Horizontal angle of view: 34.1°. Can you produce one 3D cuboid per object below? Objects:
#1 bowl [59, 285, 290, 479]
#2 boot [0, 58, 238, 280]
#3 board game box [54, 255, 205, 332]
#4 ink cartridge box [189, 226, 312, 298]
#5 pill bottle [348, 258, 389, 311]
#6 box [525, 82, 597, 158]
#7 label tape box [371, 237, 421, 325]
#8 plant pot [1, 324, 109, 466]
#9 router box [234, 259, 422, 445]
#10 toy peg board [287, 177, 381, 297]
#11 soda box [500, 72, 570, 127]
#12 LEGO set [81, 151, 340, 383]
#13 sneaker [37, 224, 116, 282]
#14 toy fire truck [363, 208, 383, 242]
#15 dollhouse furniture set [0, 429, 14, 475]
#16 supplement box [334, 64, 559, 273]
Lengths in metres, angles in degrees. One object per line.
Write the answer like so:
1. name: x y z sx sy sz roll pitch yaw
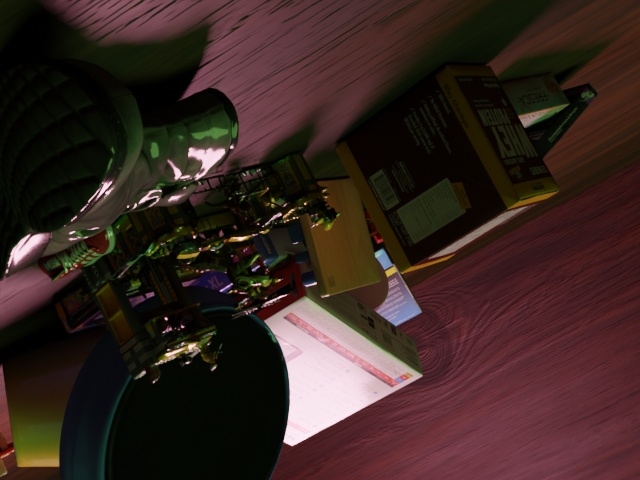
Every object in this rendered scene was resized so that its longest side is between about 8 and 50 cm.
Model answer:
1. bowl: -0.186 0.262 1.468 0.077 0.391 0.391 11 -162 38
2. boot: -0.157 -0.082 0.845 0.222 0.118 0.338 -25 -179 -32
3. board game box: -0.257 0.063 1.439 0.141 0.048 0.170 -35 168 29
4. ink cartridge box: -0.118 0.045 1.690 0.185 0.065 0.311 -32 167 23
5. pill bottle: -0.042 0.182 1.990 0.229 0.229 0.408 -18 152 -45
6. box: 0.349 -0.177 1.643 0.162 0.029 0.116 -49 -164 -18
7. label tape box: 0.054 0.109 2.251 0.249 0.115 0.348 -28 147 4
8. plant pot: -0.351 0.242 1.588 0.238 0.254 0.254 -9 165 -17
9. router box: -0.043 0.202 1.774 0.301 0.082 0.335 -32 135 23
10. toy peg board: 0.000 0.000 1.521 0.079 0.161 0.160 -16 177 31
11. soda box: 0.287 -0.198 1.532 0.183 0.058 0.063 -17 165 -45
12. LEGO set: -0.118 0.042 1.273 0.255 0.192 0.331 -35 168 35
13. sneaker: -0.271 0.010 1.145 0.067 0.042 0.118 -25 172 -35
14. toy fire truck: 0.140 -0.047 1.941 0.192 0.047 0.135 -27 169 -8
15. dollhouse furniture set: -0.629 0.397 1.728 0.259 0.135 0.262 -24 -178 -16
16. supplement box: 0.161 -0.093 1.339 0.194 0.191 0.129 -33 169 33
